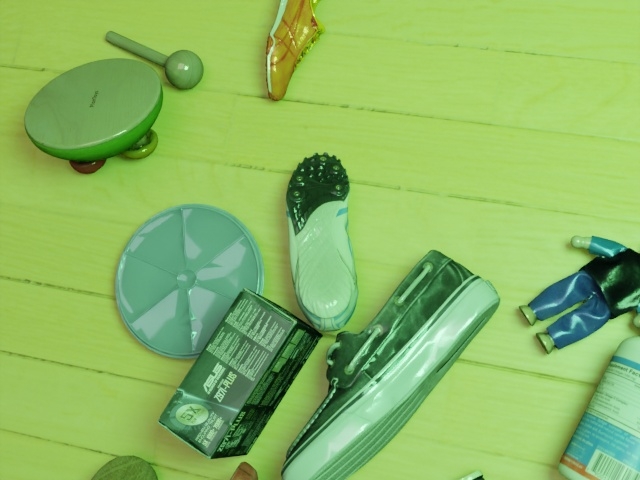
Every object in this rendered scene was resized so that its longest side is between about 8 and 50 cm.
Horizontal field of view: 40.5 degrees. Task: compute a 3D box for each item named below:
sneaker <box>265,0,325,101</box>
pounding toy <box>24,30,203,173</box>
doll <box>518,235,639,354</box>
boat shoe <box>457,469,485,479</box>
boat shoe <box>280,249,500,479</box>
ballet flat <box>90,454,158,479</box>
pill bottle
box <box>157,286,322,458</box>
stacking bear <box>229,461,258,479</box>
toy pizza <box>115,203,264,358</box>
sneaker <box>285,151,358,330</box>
[{"bbox_3d":[-0.032,-0.267,1.144,0.067,0.064,0.175,15,84,5],"label":"sneaker"},{"bbox_3d":[-0.273,-0.163,1.166,0.182,0.110,0.237,17,53,26],"label":"pounding toy"},{"bbox_3d":[0.326,0.052,1.006,0.189,0.046,0.129,-31,75,5],"label":"doll"},{"bbox_3d":[0.134,0.310,0.990,0.133,0.049,0.042,-27,66,1],"label":"boat shoe"},{"bbox_3d":[0.063,0.153,1.018,0.335,0.121,0.119,-45,65,-11],"label":"boat shoe"},{"bbox_3d":[-0.274,0.426,1.009,0.116,0.124,0.343,25,83,-9],"label":"ballet flat"},{"bbox_3d":[0.358,0.181,0.932,0.124,0.124,0.222,28,85,16],"label":"pill bottle"},{"bbox_3d":[-0.089,0.159,1.020,0.077,0.147,0.180,32,87,16],"label":"box"},{"bbox_3d":[-0.006,0.402,0.950,0.288,0.175,0.164,25,117,6],"label":"stacking bear"},{"bbox_3d":[-0.167,0.052,1.120,0.201,0.032,0.201,-2,78,11],"label":"toy pizza"},{"bbox_3d":[0.000,0.000,1.075,0.085,0.086,0.237,-1,63,-3],"label":"sneaker"}]
